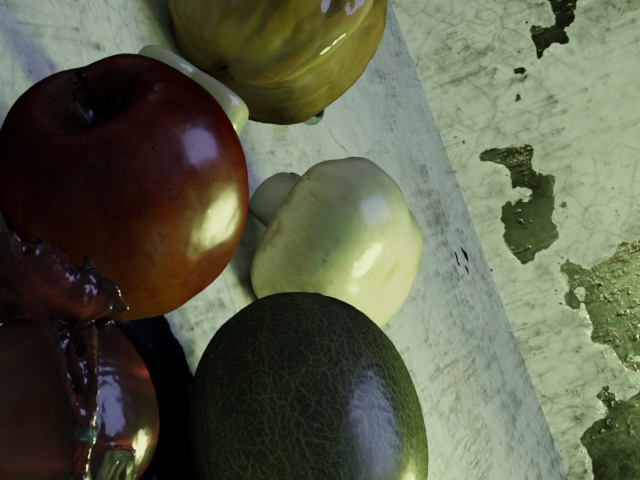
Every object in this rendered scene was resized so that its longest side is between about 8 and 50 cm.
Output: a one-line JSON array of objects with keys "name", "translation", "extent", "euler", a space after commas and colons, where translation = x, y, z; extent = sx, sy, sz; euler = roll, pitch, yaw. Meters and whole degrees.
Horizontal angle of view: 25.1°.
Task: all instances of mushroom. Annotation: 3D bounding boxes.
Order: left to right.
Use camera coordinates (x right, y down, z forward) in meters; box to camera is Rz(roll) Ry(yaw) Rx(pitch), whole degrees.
[{"name": "mushroom", "translation": [0.000, 0.000, 1.833], "extent": [0.254, 0.234, 0.260], "euler": [-24, 136, -46]}]

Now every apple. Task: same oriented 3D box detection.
[{"name": "apple", "translation": [-0.175, -0.050, 1.258], "extent": [0.234, 0.234, 0.234], "euler": [-20, 90, -74]}]

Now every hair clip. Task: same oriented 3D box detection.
[{"name": "hair clip", "translation": [-0.151, -0.126, 1.406], "extent": [0.159, 0.218, 0.071], "euler": [42, 64, -44]}]

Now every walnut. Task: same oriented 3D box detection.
[{"name": "walnut", "translation": [-0.051, -0.303, 1.838], "extent": [0.296, 0.285, 0.285], "euler": [48, 26, -33]}]

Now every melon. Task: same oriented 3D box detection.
[{"name": "melon", "translation": [-0.012, 0.203, 1.435], "extent": [0.237, 0.237, 0.301], "euler": [41, 33, -59]}]

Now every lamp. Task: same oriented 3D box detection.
[{"name": "lamp", "translation": [-0.196, 0.112, 1.083], "extent": [0.151, 0.215, 0.223], "euler": [22, 77, -27]}]

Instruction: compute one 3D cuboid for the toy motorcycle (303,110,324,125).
[{"name": "toy motorcycle", "translation": [-0.081, -0.313, 2.104], "extent": [0.198, 0.109, 0.296], "euler": [7, 65, -61]}]
